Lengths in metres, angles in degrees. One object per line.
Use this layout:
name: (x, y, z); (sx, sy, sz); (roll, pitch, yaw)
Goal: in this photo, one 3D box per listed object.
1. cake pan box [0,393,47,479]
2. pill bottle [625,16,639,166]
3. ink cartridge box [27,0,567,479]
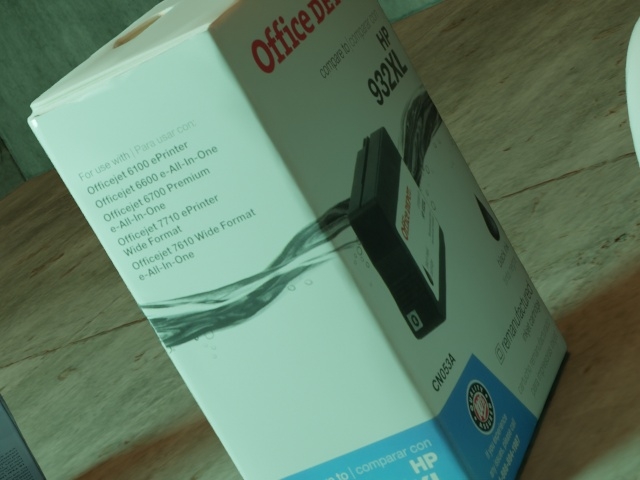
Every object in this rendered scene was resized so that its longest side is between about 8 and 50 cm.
cake pan box: (-0.330, 0.185, 1.386); (0.267, 0.070, 0.246); (-32, -32, -9)
pill bottle: (0.343, -0.082, 0.915); (0.363, 0.210, 0.210); (-22, 14, 29)
ink cartridge box: (0.000, 0.000, 1.133); (0.129, 0.307, 0.223); (-24, 14, 26)
